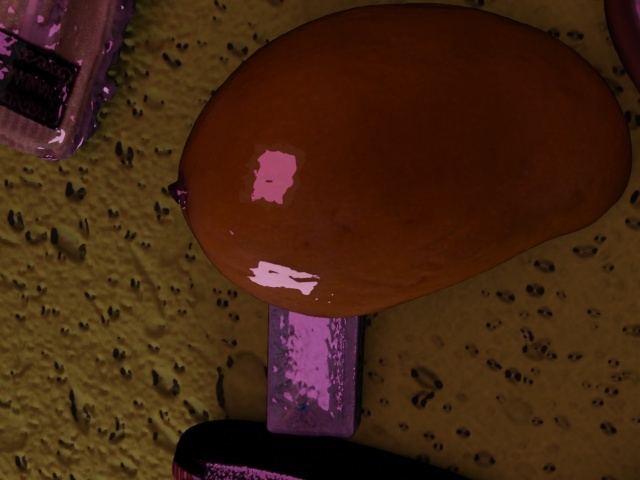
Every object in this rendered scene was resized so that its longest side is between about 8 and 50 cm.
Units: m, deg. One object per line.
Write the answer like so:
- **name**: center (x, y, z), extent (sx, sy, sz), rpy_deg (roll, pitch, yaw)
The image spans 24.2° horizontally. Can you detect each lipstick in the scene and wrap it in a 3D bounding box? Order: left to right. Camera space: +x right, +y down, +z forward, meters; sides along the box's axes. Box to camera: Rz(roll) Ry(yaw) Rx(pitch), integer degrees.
- **lipstick**: center (0.000, 0.000, 1.090), extent (0.076, 0.077, 0.289), rpy_deg (1, 97, 4)

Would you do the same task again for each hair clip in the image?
- **hair clip**: center (-0.182, -0.220, 1.079), extent (0.138, 0.091, 0.321), rpy_deg (23, 121, 6)

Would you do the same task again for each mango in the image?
- **mango**: center (0.059, -0.063, 0.987), extent (0.332, 0.142, 0.195), rpy_deg (-20, 107, -24)

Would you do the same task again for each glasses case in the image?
- **glasses case**: center (0.021, 0.189, 1.103), extent (0.267, 0.103, 0.067), rpy_deg (14, 99, 9)

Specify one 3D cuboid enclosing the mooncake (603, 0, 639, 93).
- **mooncake**: center (0.304, -0.149, 0.993), extent (0.235, 0.117, 0.235), rpy_deg (0, 91, 19)
